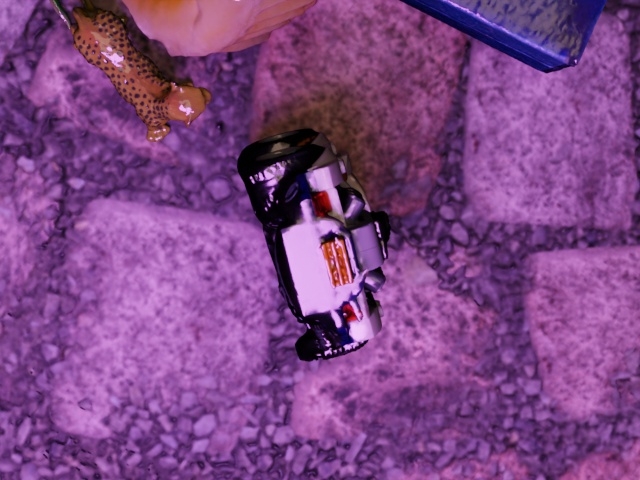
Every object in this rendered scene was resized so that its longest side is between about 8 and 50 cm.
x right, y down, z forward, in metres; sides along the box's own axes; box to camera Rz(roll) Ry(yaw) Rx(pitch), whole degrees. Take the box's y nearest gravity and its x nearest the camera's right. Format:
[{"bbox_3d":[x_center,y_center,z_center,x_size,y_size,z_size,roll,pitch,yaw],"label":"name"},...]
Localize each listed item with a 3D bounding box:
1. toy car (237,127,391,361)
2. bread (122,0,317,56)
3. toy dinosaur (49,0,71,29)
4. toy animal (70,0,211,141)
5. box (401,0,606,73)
[{"bbox_3d":[0.002,0.000,1.142,0.118,0.301,0.193,-15,99,-2],"label":"toy car"},{"bbox_3d":[-0.118,-0.368,1.155,0.236,0.183,0.389,-14,101,40],"label":"bread"},{"bbox_3d":[-0.271,-0.265,1.238,0.060,0.029,0.120,-35,96,-15],"label":"toy dinosaur"},{"bbox_3d":[-0.184,-0.174,1.195,0.073,0.136,0.181,-40,95,-3],"label":"toy animal"},{"bbox_3d":[0.184,-0.348,1.241,0.261,0.116,0.279,25,92,-7],"label":"box"}]
